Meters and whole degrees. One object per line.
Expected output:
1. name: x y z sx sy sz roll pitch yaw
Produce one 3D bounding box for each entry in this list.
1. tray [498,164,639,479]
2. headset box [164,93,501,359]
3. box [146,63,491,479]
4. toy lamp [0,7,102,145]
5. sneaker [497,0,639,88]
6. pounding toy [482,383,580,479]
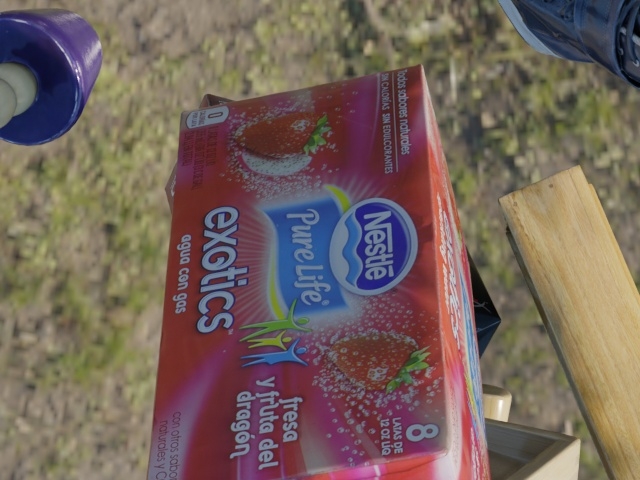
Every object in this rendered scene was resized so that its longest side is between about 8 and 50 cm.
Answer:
1. tray: 0.250 0.151 1.490 0.076 0.203 0.410 -22 84 4
2. headset box: 0.000 0.000 1.618 0.218 0.293 0.110 13 120 -23
3. box: 0.005 0.052 0.840 0.123 0.257 0.128 -10 129 8
4. toy lamp: -0.187 -0.060 0.983 0.080 0.274 0.080 7 112 17
5. sneaker: 0.141 -0.163 1.074 0.226 0.163 0.086 36 87 -40
6. pounding toy: 0.081 0.166 1.305 0.181 0.206 0.094 10 104 26
